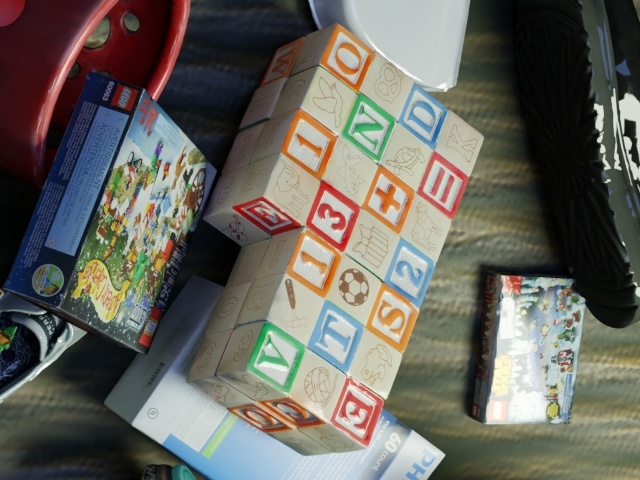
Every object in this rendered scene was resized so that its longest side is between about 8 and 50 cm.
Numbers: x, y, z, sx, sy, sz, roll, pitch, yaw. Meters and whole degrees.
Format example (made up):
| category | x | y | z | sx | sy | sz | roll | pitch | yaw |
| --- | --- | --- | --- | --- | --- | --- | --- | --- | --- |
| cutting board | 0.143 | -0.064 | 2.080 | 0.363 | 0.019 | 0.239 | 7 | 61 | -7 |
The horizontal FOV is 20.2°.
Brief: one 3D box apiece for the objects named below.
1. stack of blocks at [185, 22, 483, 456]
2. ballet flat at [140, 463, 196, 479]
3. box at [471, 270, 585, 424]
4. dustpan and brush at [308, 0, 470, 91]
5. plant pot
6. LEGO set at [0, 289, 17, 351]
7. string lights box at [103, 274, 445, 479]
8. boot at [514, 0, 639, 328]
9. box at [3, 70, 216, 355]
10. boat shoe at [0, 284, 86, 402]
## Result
| category | x | y | z | sx | sy | sz | roll | pitch | yaw |
| --- | --- | --- | --- | --- | --- | --- | --- | --- | --- |
| stack of blocks | 0.000 | 0.000 | 1.426 | 0.171 | 0.087 | 0.297 | 35 | 62 | -26 |
| ballet flat | -0.072 | 0.408 | 1.488 | 0.182 | 0.164 | 0.483 | -29 | 113 | 7 |
| box | 0.189 | 0.098 | 1.619 | 0.094 | 0.027 | 0.137 | 3 | 97 | -25 |
| dustpan and brush | 0.022 | -0.209 | 1.483 | 0.211 | 0.060 | 0.147 | 7 | 94 | -33 |
| plant pot | -0.214 | -0.152 | 1.279 | 0.174 | 0.191 | 0.191 | 29 | 84 | 11 |
| LEGO set | -0.377 | 0.005 | 1.227 | 0.331 | 0.192 | 0.255 | 32 | 121 | -21 |
| string lights box | -0.035 | 0.158 | 1.495 | 0.260 | 0.077 | 0.133 | 39 | 81 | -25 |
| boot | 0.324 | -0.113 | 1.593 | 0.260 | 0.131 | 0.348 | -21 | 108 | -20 |
| box | -0.145 | -0.012 | 1.299 | 0.044 | 0.233 | 0.159 | 18 | 82 | 12 |
| boat shoe | -0.226 | 0.071 | 1.387 | 0.227 | 0.081 | 0.079 | -40 | 112 | -16 |
